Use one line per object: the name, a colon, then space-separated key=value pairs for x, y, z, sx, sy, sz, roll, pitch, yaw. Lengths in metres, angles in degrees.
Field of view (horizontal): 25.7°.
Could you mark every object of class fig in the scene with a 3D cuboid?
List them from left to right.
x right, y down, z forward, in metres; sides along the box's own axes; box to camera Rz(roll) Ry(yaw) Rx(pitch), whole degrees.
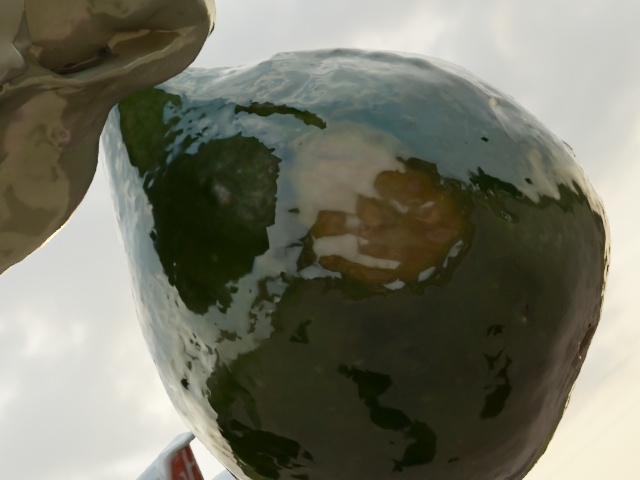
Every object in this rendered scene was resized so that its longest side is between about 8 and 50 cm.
fig: x=0.000 y=0.000 z=0.578 sx=0.195 sy=0.245 sz=0.195 roll=-51 pitch=-14 yaw=-19

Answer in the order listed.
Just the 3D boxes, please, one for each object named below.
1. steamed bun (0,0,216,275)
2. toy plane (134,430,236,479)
steamed bun: x=-0.212 y=-0.095 z=0.466 sx=0.280 sy=0.268 sz=0.207 roll=-46 pitch=-16 yaw=14
toy plane: x=-0.073 y=0.266 z=1.238 sx=0.252 sy=0.118 sz=0.252 roll=-6 pitch=-80 yaw=-37
